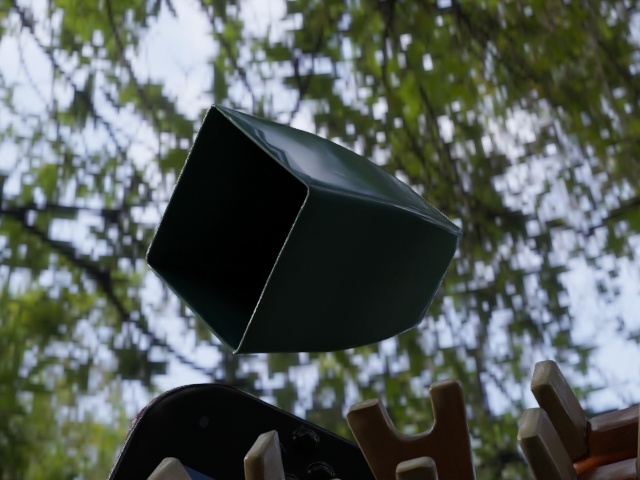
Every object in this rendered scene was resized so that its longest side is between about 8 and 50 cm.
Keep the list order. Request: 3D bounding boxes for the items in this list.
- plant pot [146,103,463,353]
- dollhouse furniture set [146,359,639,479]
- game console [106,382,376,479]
[{"bbox_3d":[0.000,0.000,1.701,0.234,0.165,0.165,8,-66,-43],"label":"plant pot"},{"bbox_3d":[0.041,0.164,0.833,0.262,0.259,0.135,-16,-80,14],"label":"dollhouse furniture set"},{"bbox_3d":[-0.029,0.310,1.319,0.342,0.387,0.060,23,-33,1],"label":"game console"}]
